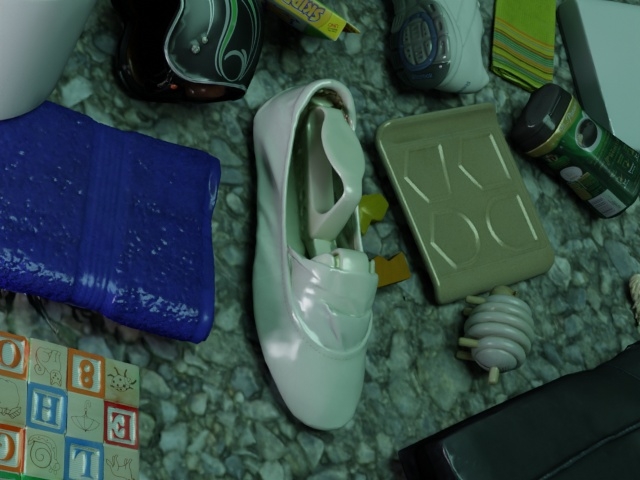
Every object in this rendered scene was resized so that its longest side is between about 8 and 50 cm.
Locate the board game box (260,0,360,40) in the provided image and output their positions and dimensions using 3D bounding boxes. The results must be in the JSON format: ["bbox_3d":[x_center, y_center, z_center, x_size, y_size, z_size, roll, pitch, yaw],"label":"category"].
[{"bbox_3d":[-0.078,-0.301,1.730,0.259,0.124,0.039,28,92,-19],"label":"board game box"}]

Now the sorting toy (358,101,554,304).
[{"bbox_3d":[0.138,-0.039,1.808,0.307,0.041,0.229,-14,81,-40],"label":"sorting toy"}]

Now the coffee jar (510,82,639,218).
[{"bbox_3d":[0.336,-0.118,1.956,0.184,0.079,0.096,39,59,-14],"label":"coffee jar"}]

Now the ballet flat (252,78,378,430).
[{"bbox_3d":[0.000,0.000,1.631,0.139,0.139,0.400,9,64,-32],"label":"ballet flat"}]

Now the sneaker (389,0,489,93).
[{"bbox_3d":[0.145,-0.314,1.919,0.129,0.111,0.297,17,62,-46],"label":"sneaker"}]

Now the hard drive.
[{"bbox_3d":[0.504,-0.221,2.146,0.353,0.047,0.233,2,68,-35],"label":"hard drive"}]

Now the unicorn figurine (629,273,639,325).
[{"bbox_3d":[0.471,0.051,1.982,0.162,0.060,0.111,-14,77,-39],"label":"unicorn figurine"}]

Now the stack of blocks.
[{"bbox_3d":[-0.302,0.171,1.324,0.297,0.087,0.171,20,57,-40],"label":"stack of blocks"}]

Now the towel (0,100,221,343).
[{"bbox_3d":[-0.249,-0.026,1.508,0.308,0.076,0.227,18,52,-25],"label":"towel"}]

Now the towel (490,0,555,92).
[{"bbox_3d":[0.281,-0.309,2.048,0.102,0.021,0.237,23,56,-25],"label":"towel"}]

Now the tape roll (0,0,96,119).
[{"bbox_3d":[-0.339,-0.260,1.451,0.246,0.169,0.246,19,43,-19],"label":"tape roll"}]

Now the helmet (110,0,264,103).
[{"bbox_3d":[-0.144,-0.237,1.624,0.169,0.169,0.161,3,83,-34],"label":"helmet"}]

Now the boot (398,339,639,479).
[{"bbox_3d":[0.335,0.319,1.698,0.445,0.146,0.367,-17,69,-43],"label":"boot"}]

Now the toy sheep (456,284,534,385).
[{"bbox_3d":[0.206,0.110,1.754,0.091,0.091,0.132,25,60,-23],"label":"toy sheep"}]
